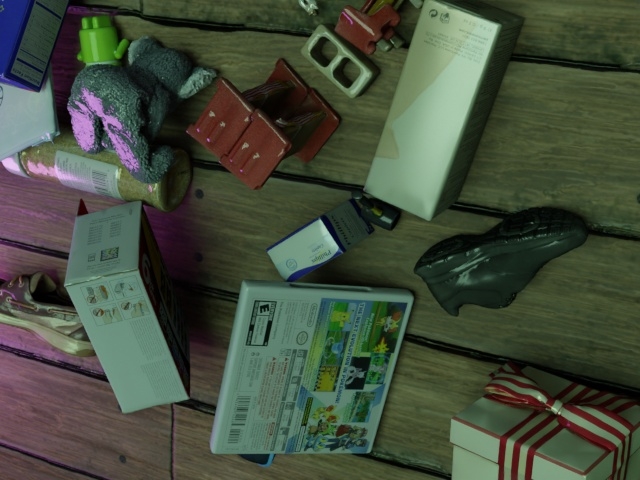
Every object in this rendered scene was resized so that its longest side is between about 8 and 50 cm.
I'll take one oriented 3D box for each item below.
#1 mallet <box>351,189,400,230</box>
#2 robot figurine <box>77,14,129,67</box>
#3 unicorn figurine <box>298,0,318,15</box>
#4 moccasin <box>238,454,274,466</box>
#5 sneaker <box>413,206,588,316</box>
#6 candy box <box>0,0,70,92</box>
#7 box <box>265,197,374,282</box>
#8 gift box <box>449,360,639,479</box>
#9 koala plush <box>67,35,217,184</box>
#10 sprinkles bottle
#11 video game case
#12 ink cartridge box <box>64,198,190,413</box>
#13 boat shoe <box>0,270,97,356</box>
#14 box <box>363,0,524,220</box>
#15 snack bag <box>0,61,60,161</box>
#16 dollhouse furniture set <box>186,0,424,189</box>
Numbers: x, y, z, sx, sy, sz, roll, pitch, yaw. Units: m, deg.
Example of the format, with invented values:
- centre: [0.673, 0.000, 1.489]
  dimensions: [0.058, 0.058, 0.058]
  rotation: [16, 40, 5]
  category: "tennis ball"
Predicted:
- centre: [0.072, -0.059, 1.484]
  dimensions: [0.062, 0.189, 0.039]
  rotation: [27, 89, 25]
  category: "mallet"
- centre: [-0.395, -0.345, 1.669]
  dimensions: [0.101, 0.067, 0.115]
  rotation: [1, 107, 26]
  category: "robot figurine"
- centre: [-0.025, -0.418, 1.482]
  dimensions: [0.162, 0.060, 0.111]
  rotation: [-30, 92, 14]
  category: "unicorn figurine"
- centre: [-0.109, 0.272, 1.690]
  dimensions: [0.116, 0.138, 0.342]
  rotation: [16, 113, 3]
  category: "moccasin"
- centre: [0.294, 0.037, 1.463]
  dimensions: [0.286, 0.109, 0.130]
  rotation: [-20, 107, 36]
  category: "sneaker"
- centre: [-0.577, -0.445, 1.628]
  dimensions: [0.268, 0.122, 0.317]
  rotation: [17, 87, 20]
  category: "candy box"
- centre: [0.000, 0.000, 1.555]
  dimensions: [0.126, 0.137, 0.072]
  rotation: [-31, 91, 30]
  category: "box"
- centre: [0.355, 0.339, 1.444]
  dimensions: [0.255, 0.276, 0.258]
  rotation: [15, 117, 34]
  category: "gift box"
- centre: [-0.295, -0.252, 1.578]
  dimensions: [0.196, 0.221, 0.203]
  rotation: [29, 147, 22]
  category: "koala plush"
- centre: [-0.417, -0.145, 1.714]
  dimensions: [0.355, 0.121, 0.121]
  rotation: [15, 112, 20]
  category: "sprinkles bottle"
- centre: [-0.017, 0.224, 1.589]
  dimensions: [0.300, 0.036, 0.329]
  rotation: [5, 113, -20]
  category: "video game case"
- centre: [-0.336, 0.099, 1.668]
  dimensions: [0.130, 0.272, 0.309]
  rotation: [-13, 127, 0]
  category: "ink cartridge box"
- centre: [-0.582, 0.117, 1.890]
  dimensions: [0.342, 0.123, 0.123]
  rotation: [24, 101, 17]
  category: "boat shoe"
- centre: [0.184, -0.202, 1.399]
  dimensions: [0.121, 0.148, 0.311]
  rotation: [25, 114, 17]
  category: "box"
- centre: [-0.621, -0.292, 1.732]
  dimensions: [0.323, 0.037, 0.343]
  rotation: [-19, 71, 28]
  category: "snack bag"
- centre: [-0.015, -0.272, 1.437]
  dimensions: [0.152, 0.201, 0.374]
  rotation: [44, 120, 6]
  category: "dollhouse furniture set"
